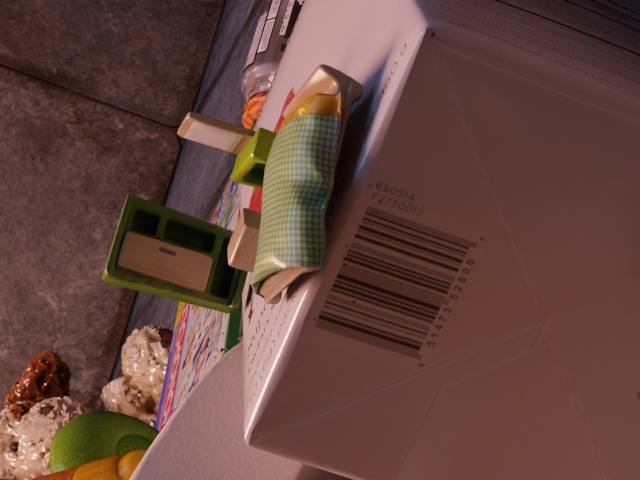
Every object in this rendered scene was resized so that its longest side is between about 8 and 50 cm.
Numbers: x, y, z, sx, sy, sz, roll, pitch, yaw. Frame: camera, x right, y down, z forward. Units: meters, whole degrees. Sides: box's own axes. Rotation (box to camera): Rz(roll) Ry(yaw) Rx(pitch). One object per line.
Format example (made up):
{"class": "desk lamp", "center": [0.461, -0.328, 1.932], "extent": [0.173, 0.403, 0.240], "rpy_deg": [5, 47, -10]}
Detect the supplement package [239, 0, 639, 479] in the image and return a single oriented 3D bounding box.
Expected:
{"class": "supplement package", "center": [0.071, -0.029, 0.618], "extent": [0.293, 0.175, 0.178], "rpy_deg": [-99, 29, -66]}

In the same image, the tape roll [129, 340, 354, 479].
{"class": "tape roll", "center": [-0.071, 0.242, 0.744], "extent": [0.392, 0.072, 0.392], "rpy_deg": [21, -90, -79]}

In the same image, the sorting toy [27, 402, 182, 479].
{"class": "sorting toy", "center": [-0.088, 0.133, 0.820], "extent": [0.126, 0.127, 0.365], "rpy_deg": [-42, -5, 19]}

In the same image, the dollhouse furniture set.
{"class": "dollhouse furniture set", "center": [-0.039, -0.015, 0.519], "extent": [0.151, 0.058, 0.076], "rpy_deg": [139, 146, -67]}

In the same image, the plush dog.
{"class": "plush dog", "center": [-0.238, 0.220, 1.367], "extent": [0.262, 0.225, 0.211], "rpy_deg": [-76, -9, -57]}

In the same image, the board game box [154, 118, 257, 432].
{"class": "board game box", "center": [-0.085, 0.067, 1.182], "extent": [0.317, 0.046, 0.213], "rpy_deg": [-87, 20, -53]}

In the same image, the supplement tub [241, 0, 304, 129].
{"class": "supplement tub", "center": [-0.012, -0.193, 1.394], "extent": [0.117, 0.117, 0.190], "rpy_deg": [137, 150, -65]}

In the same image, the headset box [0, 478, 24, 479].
{"class": "headset box", "center": [-0.259, 0.303, 1.104], "extent": [0.246, 0.283, 0.131], "rpy_deg": [69, -154, -50]}
